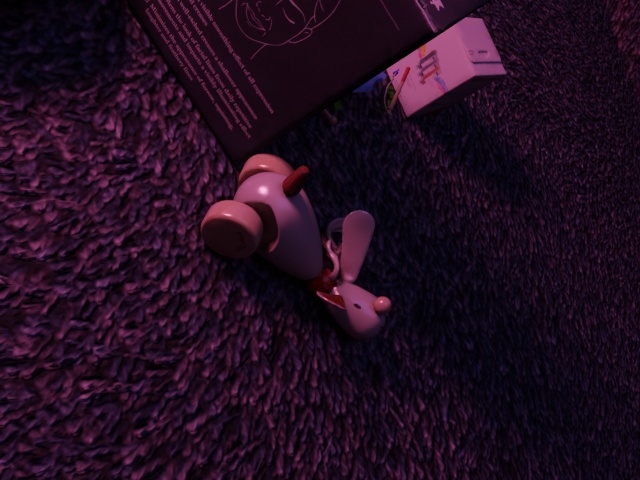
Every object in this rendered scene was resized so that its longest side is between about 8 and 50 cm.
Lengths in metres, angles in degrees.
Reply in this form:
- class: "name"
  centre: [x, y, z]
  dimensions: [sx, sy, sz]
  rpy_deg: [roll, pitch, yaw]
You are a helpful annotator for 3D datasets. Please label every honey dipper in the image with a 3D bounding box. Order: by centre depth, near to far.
- class: "honey dipper"
  centre: [-0.023, -0.258, 1.275]
  dimensions: [0.160, 0.030, 0.030]
  rpy_deg: [49, 44, -19]

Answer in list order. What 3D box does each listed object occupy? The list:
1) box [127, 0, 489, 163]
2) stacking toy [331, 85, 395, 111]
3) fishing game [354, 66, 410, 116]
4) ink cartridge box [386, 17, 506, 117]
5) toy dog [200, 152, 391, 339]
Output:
- class: "box"
  centre: [-0.023, -0.337, 1.039]
  dimensions: [0.293, 0.396, 0.212]
  rpy_deg: [57, 42, -8]
- class: "stacking toy"
  centre: [0.045, -0.333, 1.370]
  dimensions: [0.167, 0.052, 0.221]
  rpy_deg: [-7, 78, -45]
- class: "fishing game"
  centre: [0.037, -0.328, 1.296]
  dimensions: [0.264, 0.041, 0.189]
  rpy_deg: [36, 51, -18]
- class: "ink cartridge box"
  centre: [0.244, -0.339, 1.474]
  dimensions: [0.128, 0.176, 0.127]
  rpy_deg: [-16, 83, -48]
- class: "toy dog"
  centre: [0.000, 0.000, 1.072]
  dimensions: [0.334, 0.161, 0.220]
  rpy_deg: [26, 54, -34]
